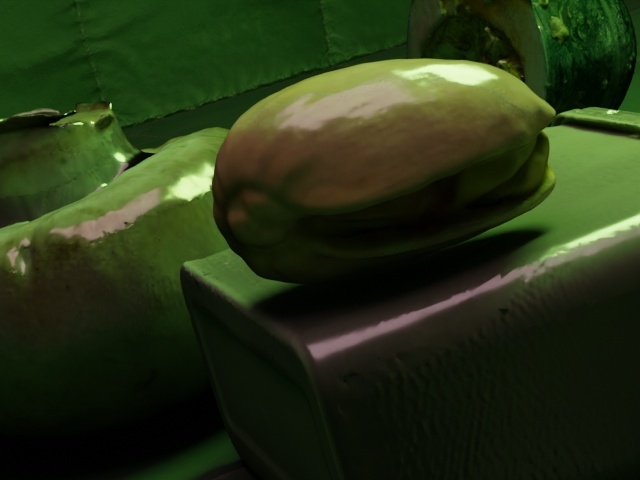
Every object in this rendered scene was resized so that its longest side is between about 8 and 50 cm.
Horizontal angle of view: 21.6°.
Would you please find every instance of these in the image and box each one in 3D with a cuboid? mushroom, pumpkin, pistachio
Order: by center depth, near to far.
[{"bbox_3d":[0.033,-0.048,0.961,0.200,0.117,0.145,-20,28,-5],"label":"pistachio"},{"bbox_3d":[-0.187,0.016,1.364,0.352,0.260,0.352,-14,9,2],"label":"mushroom"},{"bbox_3d":[0.254,-0.235,2.011,0.197,0.263,0.293,-16,14,-29],"label":"pumpkin"}]

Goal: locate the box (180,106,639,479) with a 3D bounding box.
[{"bbox_3d":[0.119,0.050,1.078,0.344,0.177,0.352,-18,13,-14],"label":"box"}]
